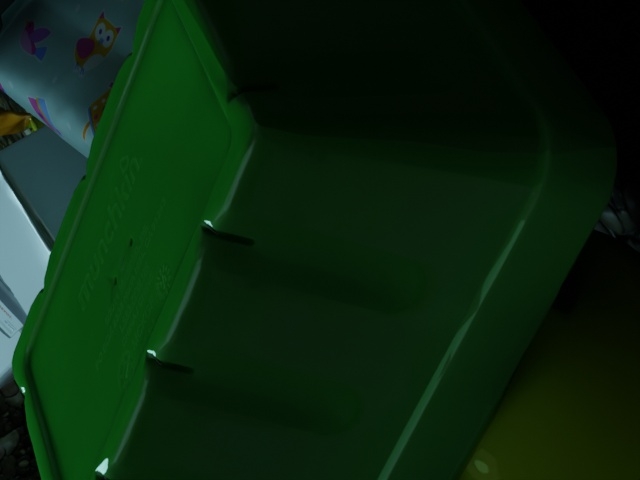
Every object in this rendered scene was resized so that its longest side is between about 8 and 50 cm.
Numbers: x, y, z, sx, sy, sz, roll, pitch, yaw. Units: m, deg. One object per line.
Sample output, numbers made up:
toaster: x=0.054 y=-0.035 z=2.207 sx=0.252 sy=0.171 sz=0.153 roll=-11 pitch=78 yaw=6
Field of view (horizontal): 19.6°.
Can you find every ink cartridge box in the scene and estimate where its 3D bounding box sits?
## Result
ink cartridge box: x=-0.177 y=-0.016 z=1.476 sx=0.129 sy=0.223 sz=0.307 roll=56 pitch=150 yaw=2

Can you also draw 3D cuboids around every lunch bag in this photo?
lunch bag: x=-0.051 y=-0.090 z=1.200 sx=0.262 sy=0.160 sz=0.223 roll=27 pitch=-176 yaw=-39

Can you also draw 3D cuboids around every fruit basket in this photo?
fruit basket: x=0.060 y=0.041 z=0.998 sx=0.283 sy=0.392 sz=0.392 roll=-116 pitch=6 yaw=-46

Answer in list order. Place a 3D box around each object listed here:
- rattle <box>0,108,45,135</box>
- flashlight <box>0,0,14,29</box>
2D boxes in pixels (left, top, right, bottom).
rattle: x=-0.274 y=-0.047 z=1.882 sx=0.130 sy=0.143 sz=0.199 roll=19 pitch=125 yaw=54
flashlight: x=-0.187 y=-0.209 z=1.115 sx=0.103 sy=0.304 sz=0.103 roll=45 pitch=-163 yaw=-4
